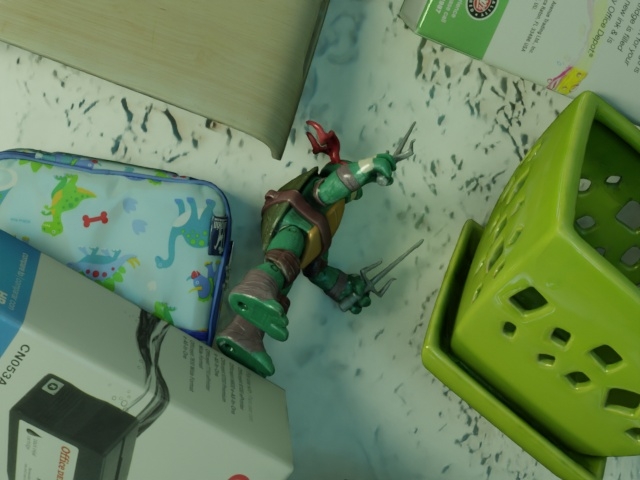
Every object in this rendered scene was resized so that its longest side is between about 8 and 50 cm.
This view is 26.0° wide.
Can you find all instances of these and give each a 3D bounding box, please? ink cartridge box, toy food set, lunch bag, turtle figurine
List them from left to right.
[{"bbox_3d":[-0.207,0.158,1.085,0.307,0.129,0.223,31,108,-18],"label":"ink cartridge box"},{"bbox_3d":[-0.186,0.020,1.161,0.219,0.090,0.176,11,94,-9],"label":"lunch bag"},{"bbox_3d":[-0.142,-0.220,1.174,0.306,0.092,0.219,20,76,-11],"label":"toy food set"},{"bbox_3d":[0.000,0.000,1.179,0.118,0.175,0.234,22,55,23],"label":"turtle figurine"},{"bbox_3d":[0.237,-0.227,1.196,0.278,0.117,0.201,21,104,-10],"label":"ink cartridge box"}]

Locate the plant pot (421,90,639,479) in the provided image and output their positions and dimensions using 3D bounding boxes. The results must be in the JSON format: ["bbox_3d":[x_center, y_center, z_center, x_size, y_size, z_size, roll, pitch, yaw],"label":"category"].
[{"bbox_3d":[0.219,0.053,1.151,0.227,0.228,0.207,39,127,-10],"label":"plant pot"}]
